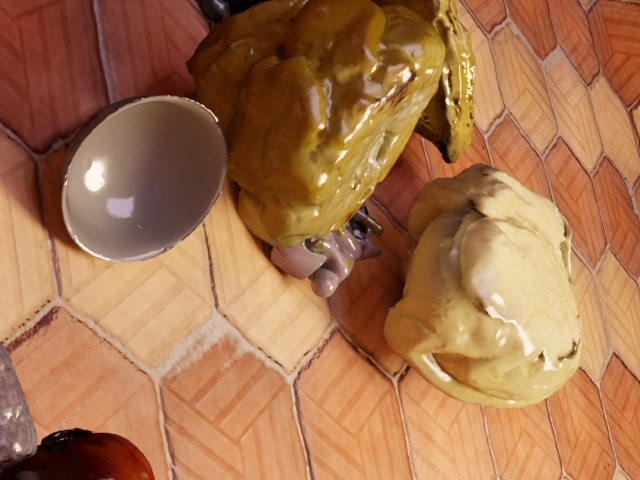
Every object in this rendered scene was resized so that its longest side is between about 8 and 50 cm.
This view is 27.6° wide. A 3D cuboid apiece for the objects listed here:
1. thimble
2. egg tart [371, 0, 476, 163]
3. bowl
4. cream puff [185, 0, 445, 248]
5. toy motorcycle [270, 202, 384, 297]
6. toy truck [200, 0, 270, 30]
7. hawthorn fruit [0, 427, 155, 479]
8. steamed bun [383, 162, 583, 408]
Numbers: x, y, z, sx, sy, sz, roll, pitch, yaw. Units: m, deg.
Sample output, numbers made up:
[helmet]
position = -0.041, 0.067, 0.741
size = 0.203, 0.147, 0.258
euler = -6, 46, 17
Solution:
[thimble]
position = -0.298, 0.143, 0.999
size = 0.150, 0.150, 0.098
euler = -9, 76, -60
[egg tart]
position = 0.144, -0.275, 1.914
size = 0.341, 0.132, 0.341
euler = -8, 90, -89
[bowl]
position = -0.195, -0.079, 1.321
size = 0.086, 0.189, 0.189
euler = 40, 7, 41
[cream puff]
position = -0.031, -0.163, 1.467
size = 0.257, 0.291, 0.324
euler = 34, 19, 14
[toy motorcycle]
position = 0.000, 0.000, 1.635
size = 0.225, 0.073, 0.152
euler = 0, 64, -49
[toy truck]
position = -0.069, -0.397, 1.696
size = 0.162, 0.136, 0.305
euler = 25, 55, -60
[hawthorn fruit]
position = -0.205, 0.247, 1.103
size = 0.148, 0.148, 0.172
euler = -19, 97, -60
[steamed bun]
position = 0.214, 0.071, 1.789
size = 0.325, 0.230, 0.372
euler = 55, 31, -23
